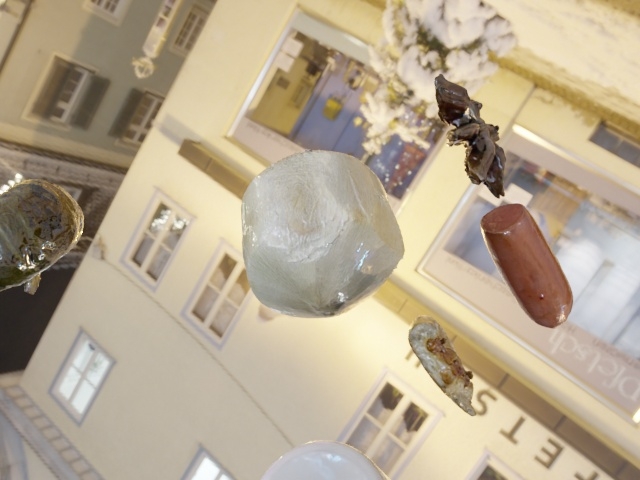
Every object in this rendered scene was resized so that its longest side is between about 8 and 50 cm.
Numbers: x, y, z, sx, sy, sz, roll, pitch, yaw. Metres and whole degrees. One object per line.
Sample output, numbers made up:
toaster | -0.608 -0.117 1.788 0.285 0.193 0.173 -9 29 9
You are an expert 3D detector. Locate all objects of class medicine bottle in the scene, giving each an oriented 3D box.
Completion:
medicine bottle | 0.034 0.297 0.622 0.139 0.139 0.237 41 170 39

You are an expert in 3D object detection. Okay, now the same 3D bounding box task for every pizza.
pizza | 0.188 0.185 0.945 0.271 0.056 0.134 54 -173 -43

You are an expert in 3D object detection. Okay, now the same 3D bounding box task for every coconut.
coconut | 0.000 0.000 0.949 0.245 0.245 0.247 21 -142 -37

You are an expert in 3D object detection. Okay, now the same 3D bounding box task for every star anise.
star anise | 0.313 -0.218 1.298 0.288 0.088 0.288 33 -139 -34

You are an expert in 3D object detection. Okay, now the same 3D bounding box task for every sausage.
sausage | 0.394 0.054 1.179 0.259 0.113 0.113 55 -176 -21

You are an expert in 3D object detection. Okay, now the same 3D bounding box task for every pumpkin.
pumpkin | -0.639 -0.003 1.378 0.325 0.232 0.242 -69 -37 -63
